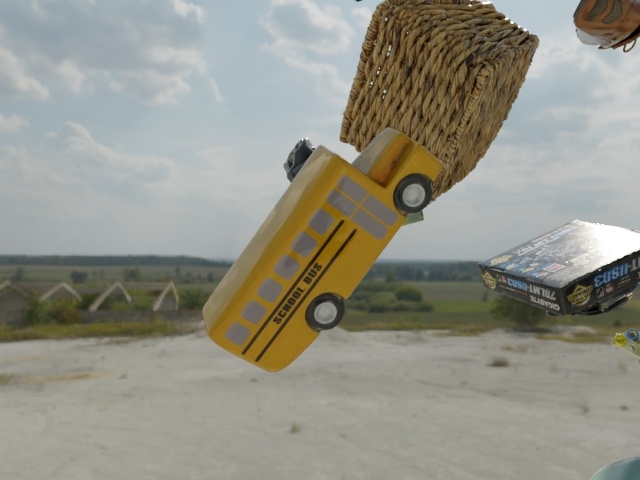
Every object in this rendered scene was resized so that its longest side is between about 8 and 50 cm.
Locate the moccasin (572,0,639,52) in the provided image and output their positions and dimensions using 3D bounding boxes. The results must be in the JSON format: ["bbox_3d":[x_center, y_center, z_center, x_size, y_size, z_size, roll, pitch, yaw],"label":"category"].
[{"bbox_3d":[0.619,-0.459,1.288,0.147,0.139,0.380,31,20,16],"label":"moccasin"}]

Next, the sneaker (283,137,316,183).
[{"bbox_3d":[0.027,-0.152,1.292,0.226,0.163,0.086,-33,-8,-40],"label":"sneaker"}]

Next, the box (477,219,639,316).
[{"bbox_3d":[0.548,0.049,1.370,0.295,0.073,0.293,-22,13,-15],"label":"box"}]

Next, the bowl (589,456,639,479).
[{"bbox_3d":[0.210,0.268,0.268,0.163,0.312,0.311,-37,13,-22],"label":"bowl"}]

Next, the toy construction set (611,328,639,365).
[{"bbox_3d":[0.949,0.342,1.636,0.215,0.328,0.151,-32,-21,3],"label":"toy construction set"}]

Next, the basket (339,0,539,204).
[{"bbox_3d":[0.199,-0.259,1.067,0.223,0.299,0.213,39,53,21],"label":"basket"}]

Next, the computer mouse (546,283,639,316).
[{"bbox_3d":[0.680,0.117,1.492,0.261,0.060,0.184,-17,0,-20],"label":"computer mouse"}]

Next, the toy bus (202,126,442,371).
[{"bbox_3d":[0.000,0.000,0.782,0.130,0.333,0.108,33,7,-23],"label":"toy bus"}]

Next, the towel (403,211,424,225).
[{"bbox_3d":[0.134,-0.066,1.027,0.060,0.083,0.009,-16,-2,32],"label":"towel"}]
